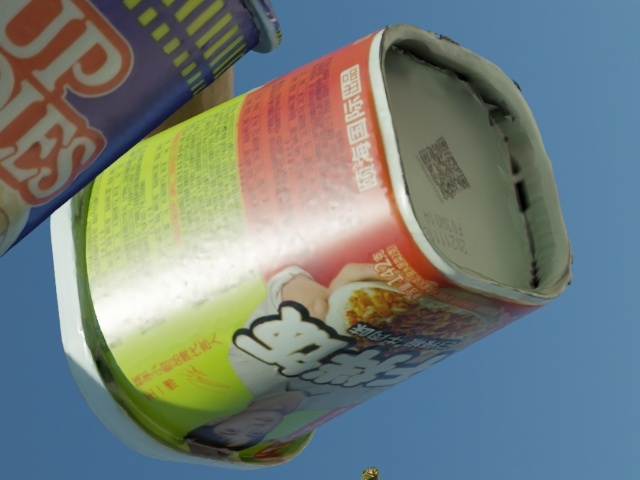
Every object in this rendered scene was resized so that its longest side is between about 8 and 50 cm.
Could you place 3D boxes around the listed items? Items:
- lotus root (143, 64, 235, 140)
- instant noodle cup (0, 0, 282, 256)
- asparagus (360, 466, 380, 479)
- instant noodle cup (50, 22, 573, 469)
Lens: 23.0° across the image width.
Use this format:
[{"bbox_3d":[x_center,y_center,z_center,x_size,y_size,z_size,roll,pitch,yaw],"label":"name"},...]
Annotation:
[{"bbox_3d":[-0.146,-0.126,1.406,0.154,0.140,0.257,-103,23,-50],"label":"lotus root"},{"bbox_3d":[-0.222,-0.080,0.756,0.312,0.284,0.284,-47,-49,-5],"label":"instant noodle cup"},{"bbox_3d":[0.038,0.199,1.032,0.015,0.014,0.114,-16,-65,-18],"label":"asparagus"},{"bbox_3d":[0.000,0.000,1.172,0.294,0.308,0.294,31,-135,-38],"label":"instant noodle cup"}]
